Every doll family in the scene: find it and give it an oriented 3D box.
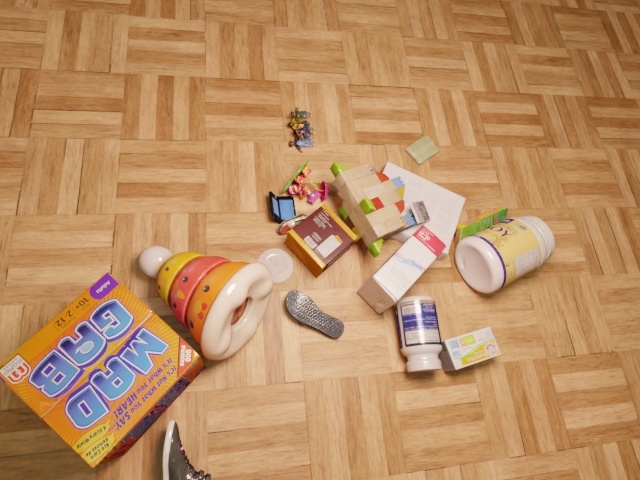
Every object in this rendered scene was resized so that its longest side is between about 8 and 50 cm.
[{"bbox_3d":[-0.089,-0.481,1.879,0.111,0.076,0.193,-6,73,-19],"label":"doll family"}]

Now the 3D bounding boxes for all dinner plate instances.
[{"bbox_3d":[-0.174,0.095,1.666,0.141,0.017,0.141,4,67,-9],"label":"dinner plate"}]

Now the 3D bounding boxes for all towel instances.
[{"bbox_3d":[0.473,-0.420,1.992,0.148,0.027,0.110,-35,78,-21],"label":"towel"}]

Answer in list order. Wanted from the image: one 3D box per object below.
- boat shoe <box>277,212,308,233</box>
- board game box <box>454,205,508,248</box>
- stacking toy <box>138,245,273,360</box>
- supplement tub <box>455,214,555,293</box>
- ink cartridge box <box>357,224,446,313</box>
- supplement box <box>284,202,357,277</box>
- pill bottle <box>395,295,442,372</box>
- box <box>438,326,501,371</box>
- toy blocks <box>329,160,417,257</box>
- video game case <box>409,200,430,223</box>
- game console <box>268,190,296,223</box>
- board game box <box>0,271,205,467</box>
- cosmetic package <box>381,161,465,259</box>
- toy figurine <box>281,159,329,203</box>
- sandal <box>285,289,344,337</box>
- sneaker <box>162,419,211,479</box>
[{"bbox_3d":[-0.108,-0.064,1.717,0.137,0.049,0.043,-31,41,-21],"label":"boat shoe"},{"bbox_3d":[0.688,-0.057,1.842,0.259,0.124,0.039,-20,41,-17],"label":"board game box"},{"bbox_3d":[-0.438,0.158,1.478,0.480,0.350,0.350,24,65,18],"label":"stacking toy"},{"bbox_3d":[0.747,0.047,1.747,0.331,0.241,0.241,-23,75,-19],"label":"supplement tub"},{"bbox_3d":[0.306,0.113,1.641,0.306,0.226,0.131,-41,81,-23],"label":"ink cartridge box"},{"bbox_3d":[0.000,0.000,1.676,0.194,0.129,0.191,-40,80,-22],"label":"supplement box"},{"bbox_3d":[0.367,0.349,1.600,0.153,0.153,0.264,1,69,-11],"label":"pill bottle"},{"bbox_3d":[0.558,0.414,1.639,0.203,0.103,0.114,-13,72,-16],"label":"box"},{"bbox_3d":[0.229,-0.158,1.680,0.261,0.191,0.381,-23,76,-29],"label":"toy blocks"},{"bbox_3d":[0.398,-0.115,1.717,0.122,0.011,0.087,-14,81,-54],"label":"video game case"},{"bbox_3d":[-0.152,-0.135,1.733,0.071,0.107,0.122,-15,69,13],"label":"game console"},{"bbox_3d":[-0.606,0.380,1.280,0.356,0.356,0.356,40,66,5],"label":"board game box"},{"bbox_3d":[0.391,-0.126,1.822,0.377,0.097,0.284,26,65,0],"label":"cosmetic package"},{"bbox_3d":[-0.045,-0.214,1.770,0.159,0.130,0.173,38,78,-5],"label":"toy figurine"},{"bbox_3d":[-0.030,0.283,1.608,0.254,0.054,0.097,38,73,-6],"label":"sandal"},{"bbox_3d":[-0.410,0.706,1.336,0.147,0.104,0.295,-2,75,-14],"label":"sneaker"}]
